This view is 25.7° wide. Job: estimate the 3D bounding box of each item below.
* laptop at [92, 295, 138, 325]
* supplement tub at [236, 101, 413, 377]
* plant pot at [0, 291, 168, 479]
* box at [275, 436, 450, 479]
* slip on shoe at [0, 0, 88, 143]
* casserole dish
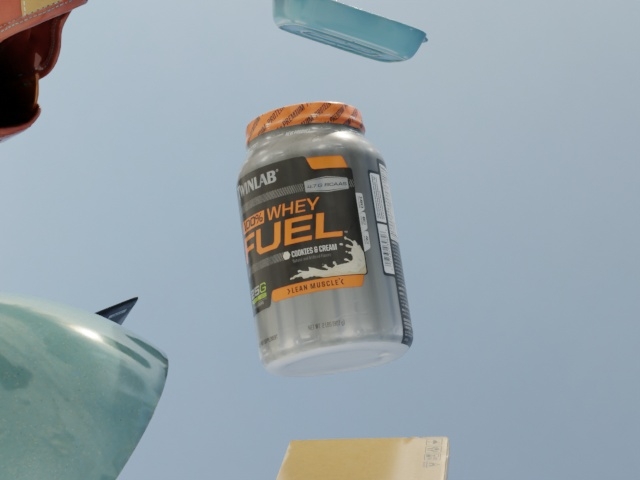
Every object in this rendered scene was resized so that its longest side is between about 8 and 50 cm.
[{"bbox_3d":[-0.426,0.136,1.960,0.264,0.234,0.136,19,-62,38],"label":"laptop"},{"bbox_3d":[0.000,0.000,1.742,0.194,0.194,0.315,-20,-109,36],"label":"supplement tub"},{"bbox_3d":[-0.301,0.156,1.232,0.290,0.195,0.290,-45,-163,17],"label":"plant pot"},{"bbox_3d":[0.037,0.233,1.323,0.165,0.201,0.021,-2,-76,8],"label":"box"},{"bbox_3d":[-0.263,-0.103,1.028,0.101,0.123,0.331,46,-48,7],"label":"slip on shoe"},{"bbox_3d":[0.027,-0.232,1.539,0.114,0.188,0.037,-164,-91,-71],"label":"casserole dish"}]
